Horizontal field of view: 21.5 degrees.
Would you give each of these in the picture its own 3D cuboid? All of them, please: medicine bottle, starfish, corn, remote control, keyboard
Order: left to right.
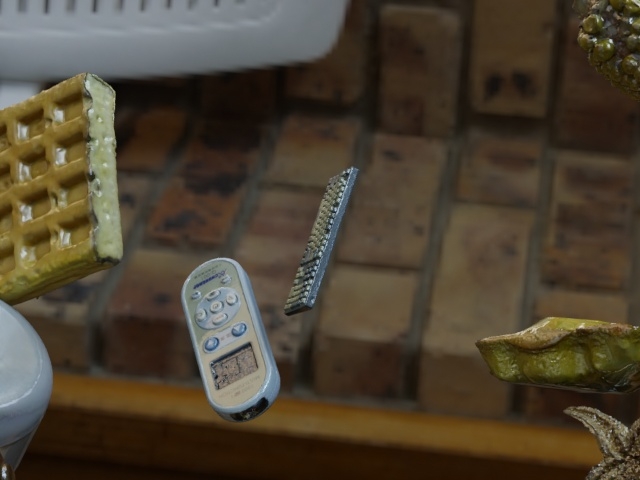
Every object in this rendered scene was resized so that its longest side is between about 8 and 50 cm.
[{"bbox_3d":[-0.480,0.228,2.033,0.306,0.245,0.245,-59,-172,35],"label":"medicine bottle"},{"bbox_3d":[-0.105,0.115,1.963,0.047,0.087,0.244,59,8,-43],"label":"remote control"},{"bbox_3d":[0.001,0.001,1.873,0.055,0.014,0.176,-24,-137,60],"label":"keyboard"},{"bbox_3d":[0.344,0.246,1.909,0.213,0.057,0.238,-57,-154,18],"label":"starfish"},{"bbox_3d":[0.352,-0.124,1.433,0.097,0.320,0.097,-55,171,-13],"label":"corn"}]

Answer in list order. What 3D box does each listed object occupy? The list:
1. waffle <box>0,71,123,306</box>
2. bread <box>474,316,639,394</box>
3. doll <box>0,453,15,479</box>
[{"bbox_3d":[-0.339,-0.058,2.065,0.055,0.221,0.248,14,64,-48],"label":"waffle"},{"bbox_3d":[0.316,0.142,2.056,0.161,0.233,0.088,24,69,-50],"label":"bread"},{"bbox_3d":[-0.436,0.274,1.484,0.318,0.340,0.209,57,-17,-18],"label":"doll"}]
